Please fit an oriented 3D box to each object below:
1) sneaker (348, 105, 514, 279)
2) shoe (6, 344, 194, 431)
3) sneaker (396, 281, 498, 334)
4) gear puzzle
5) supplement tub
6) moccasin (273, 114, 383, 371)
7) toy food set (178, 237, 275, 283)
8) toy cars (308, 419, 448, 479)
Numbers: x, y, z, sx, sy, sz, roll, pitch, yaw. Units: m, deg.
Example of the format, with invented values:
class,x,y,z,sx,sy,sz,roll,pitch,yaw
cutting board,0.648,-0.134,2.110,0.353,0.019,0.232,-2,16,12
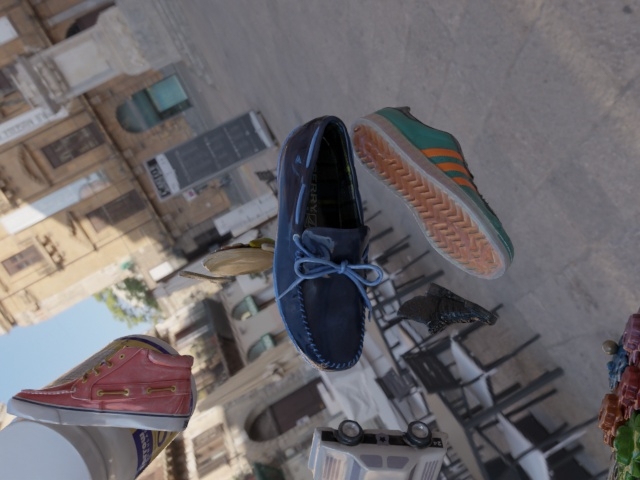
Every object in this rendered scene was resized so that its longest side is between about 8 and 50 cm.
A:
class,x,y,z,sx,sy,sz,roll,pitch,yaw
sneaker,0.180,-0.085,0.854,0.302,0.121,0.108,50,147,12
shoe,-0.221,0.148,0.611,0.063,0.177,0.081,136,141,-73
sneaker,0.221,0.135,1.046,0.170,0.089,0.051,28,179,40
gear puzzle,0.370,0.242,0.736,0.044,0.339,0.176,15,143,16
supplement tub,-0.410,0.344,1.120,0.241,0.240,0.331,61,-158,-6
moccasin,0.000,0.000,0.777,0.116,0.137,0.342,-25,73,61
toy food set,-0.126,0.025,0.951,0.132,0.191,0.039,20,-122,-56
toy cars,0.150,0.368,0.832,0.393,0.176,0.087,41,-158,-26
